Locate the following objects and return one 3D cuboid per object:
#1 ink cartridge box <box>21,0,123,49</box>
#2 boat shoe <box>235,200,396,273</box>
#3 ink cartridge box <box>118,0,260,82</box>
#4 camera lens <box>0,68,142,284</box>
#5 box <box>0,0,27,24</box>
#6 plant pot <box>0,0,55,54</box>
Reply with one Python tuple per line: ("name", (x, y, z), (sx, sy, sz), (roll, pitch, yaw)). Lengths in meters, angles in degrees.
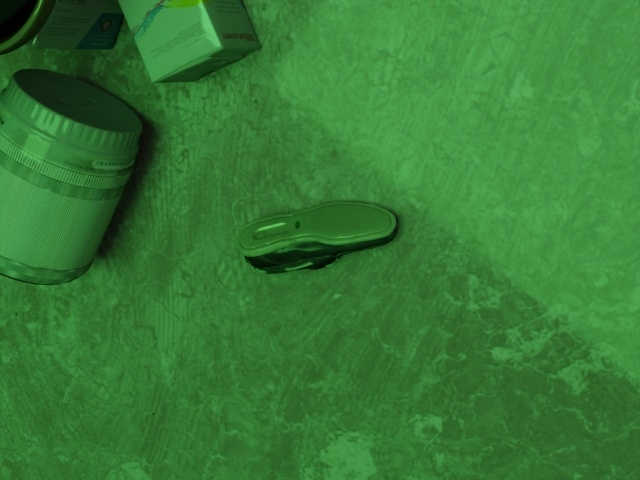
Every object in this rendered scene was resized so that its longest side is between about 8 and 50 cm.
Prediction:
("ink cartridge box", (-0.383, -0.436, 1.468), (0.197, 0.198, 0.270), (29, 108, 15))
("boat shoe", (0.000, 0.000, 1.471), (0.233, 0.084, 0.079), (-9, 134, 16))
("ink cartridge box", (-0.190, -0.324, 1.448), (0.127, 0.128, 0.176), (-22, 90, 24))
("camera lens", (-0.407, -0.088, 1.528), (0.219, 0.219, 0.274), (33, 110, 14))
("box", (-0.481, -0.319, 1.246), (0.261, 0.103, 0.184), (-33, 84, 23))
("plant pot", (-0.420, -0.357, 1.329), (0.237, 0.110, 0.237), (4, 102, 20))
